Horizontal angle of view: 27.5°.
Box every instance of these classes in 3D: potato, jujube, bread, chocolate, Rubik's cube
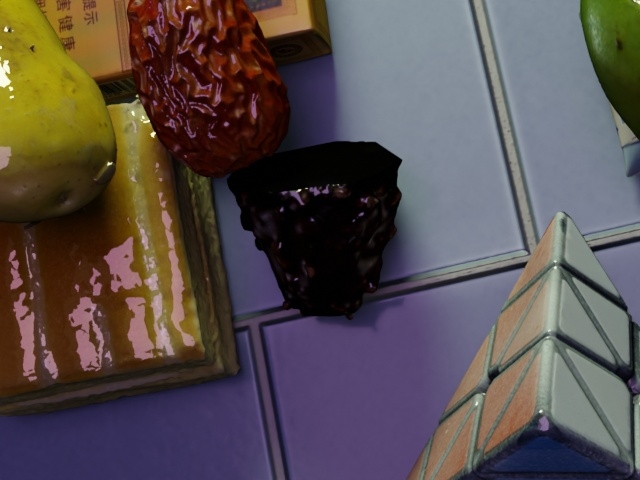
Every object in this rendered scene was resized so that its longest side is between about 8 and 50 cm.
[{"bbox_3d":[-0.282,-0.129,1.067,0.173,0.140,0.300,-22,58,-24],"label":"potato"},{"bbox_3d":[-0.095,-0.140,1.070,0.109,0.112,0.176,-19,100,31],"label":"jujube"},{"bbox_3d":[-0.211,0.015,1.140,0.239,0.111,0.246,-12,75,12],"label":"bread"},{"bbox_3d":[0.000,0.000,1.094,0.156,0.156,0.133,-2,107,15],"label":"chocolate"},{"bbox_3d":[0.181,0.142,0.997,0.228,0.228,0.233,-22,29,-26],"label":"Rubik's cube"}]

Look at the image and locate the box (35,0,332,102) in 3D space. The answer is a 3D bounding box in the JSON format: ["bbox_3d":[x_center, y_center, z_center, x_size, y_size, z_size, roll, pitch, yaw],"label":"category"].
[{"bbox_3d":[-0.137,-0.230,1.182,0.274,0.076,0.174,-11,79,13],"label":"box"}]

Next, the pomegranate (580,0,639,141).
[{"bbox_3d":[0.338,-0.185,0.987,0.310,0.216,0.358,-28,43,-1],"label":"pomegranate"}]

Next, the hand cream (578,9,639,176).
[{"bbox_3d":[0.253,-0.141,1.079,0.065,0.043,0.170,-22,80,17],"label":"hand cream"}]
